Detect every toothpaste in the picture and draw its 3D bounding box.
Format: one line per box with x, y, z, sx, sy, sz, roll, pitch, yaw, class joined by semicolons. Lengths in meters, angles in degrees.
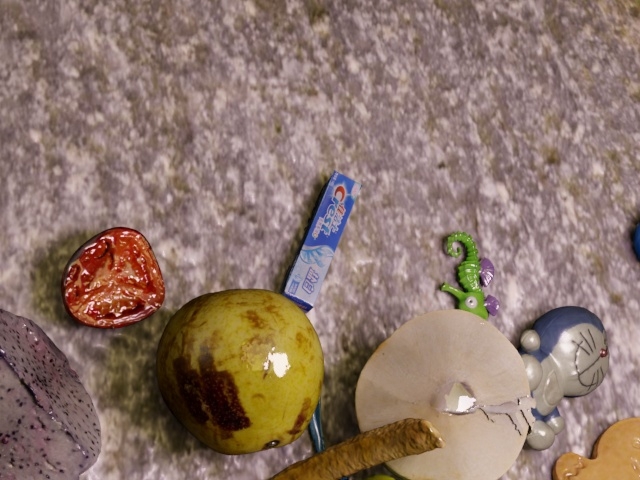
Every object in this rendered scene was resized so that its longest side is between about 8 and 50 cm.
0.000;0.000;1.959;0.066;0.053;0.272;26;62;-8;toothpaste

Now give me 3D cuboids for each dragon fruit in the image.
-0.487;0.262;1.610;0.221;0.204;0.283;-38;102;0;dragon fruit

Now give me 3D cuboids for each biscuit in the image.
0.559;0.470;1.936;0.355;0.052;0.275;-38;71;-26;biscuit

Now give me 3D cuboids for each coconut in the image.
0.205;0.270;1.770;0.322;0.323;0.323;7;67;-17;coconut

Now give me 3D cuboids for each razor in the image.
-0.002;0.316;1.839;0.082;0.042;0.253;16;54;-61;razor

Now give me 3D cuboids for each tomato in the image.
-0.358;0.072;1.786;0.174;0.082;0.166;-19;80;-29;tomato

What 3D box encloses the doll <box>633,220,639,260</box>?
0.760;-0.021;2.182;0.257;0.161;0.215;-39;101;-30;doll

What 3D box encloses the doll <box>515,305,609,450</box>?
0.433;0.236;1.967;0.258;0.154;0.228;-30;114;-20;doll

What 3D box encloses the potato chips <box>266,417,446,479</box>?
0.031;0.353;1.681;0.057;0.407;0.080;59;30;-3;potato chips

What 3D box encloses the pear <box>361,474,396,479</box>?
0.055;0.541;1.633;0.318;0.342;0.238;-42;68;-17;pear

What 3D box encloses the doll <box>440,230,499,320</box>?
0.281;0.072;2.034;0.115;0.050;0.190;10;65;-23;doll

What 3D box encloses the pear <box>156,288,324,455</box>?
-0.128;0.212;1.715;0.283;0.283;0.284;7;67;-17;pear
